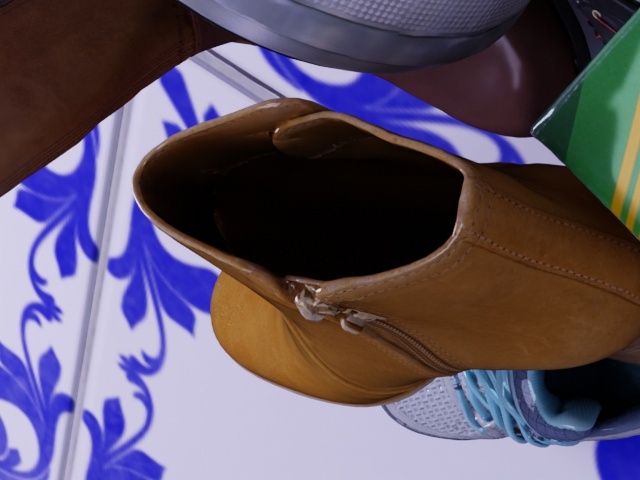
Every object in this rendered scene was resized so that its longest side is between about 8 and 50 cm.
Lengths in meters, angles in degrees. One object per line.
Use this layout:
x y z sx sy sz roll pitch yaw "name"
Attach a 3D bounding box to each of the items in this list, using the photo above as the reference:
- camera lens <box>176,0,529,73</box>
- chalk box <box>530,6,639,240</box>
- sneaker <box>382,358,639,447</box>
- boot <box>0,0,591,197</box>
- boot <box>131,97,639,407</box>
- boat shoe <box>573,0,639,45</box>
0.036 -0.214 0.640 0.219 0.219 0.274 46 130 10 "camera lens"
0.243 -0.091 0.559 0.179 0.180 0.289 46 125 10 "chalk box"
0.107 0.042 0.814 0.283 0.122 0.110 -24 98 47 "sneaker"
-0.050 -0.089 0.757 0.264 0.280 0.096 43 136 13 "boot"
0.000 0.001 0.698 0.295 0.211 0.104 -1 75 44 "boot"
0.131 -0.100 0.760 0.133 0.049 0.042 32 125 17 "boat shoe"
